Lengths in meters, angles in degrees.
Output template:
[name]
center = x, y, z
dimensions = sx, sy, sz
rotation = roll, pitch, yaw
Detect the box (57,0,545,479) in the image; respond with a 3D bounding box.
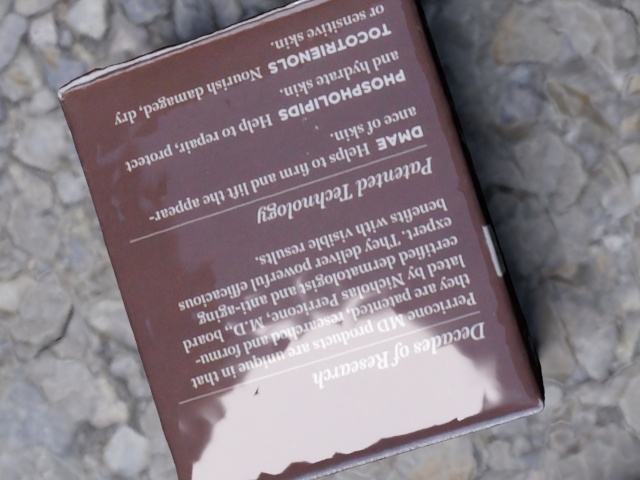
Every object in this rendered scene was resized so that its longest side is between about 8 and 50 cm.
[box]
center = 0.000, 0.000, 0.636
dimensions = 0.167, 0.168, 0.203
rotation = -18, 88, 8
